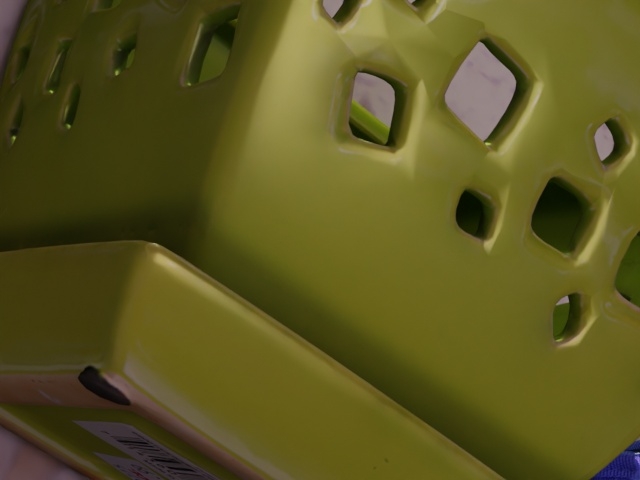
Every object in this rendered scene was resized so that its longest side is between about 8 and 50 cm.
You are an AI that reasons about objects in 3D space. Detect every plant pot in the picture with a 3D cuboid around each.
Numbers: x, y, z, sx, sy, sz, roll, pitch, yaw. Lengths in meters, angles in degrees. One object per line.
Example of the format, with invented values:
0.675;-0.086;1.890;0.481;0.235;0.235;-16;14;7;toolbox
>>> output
0.000;0.000;0.612;0.228;0.227;0.207;37;68;-26;plant pot

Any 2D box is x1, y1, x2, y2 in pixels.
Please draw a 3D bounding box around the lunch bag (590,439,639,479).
0.225;0.190;0.795;0.293;0.138;0.221;-5;84;-34;lunch bag
